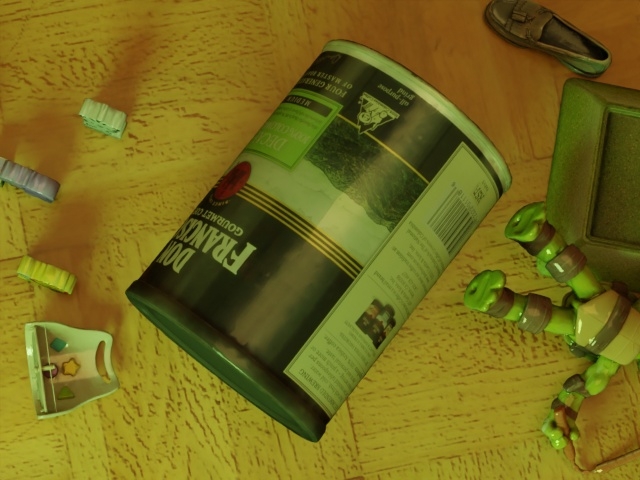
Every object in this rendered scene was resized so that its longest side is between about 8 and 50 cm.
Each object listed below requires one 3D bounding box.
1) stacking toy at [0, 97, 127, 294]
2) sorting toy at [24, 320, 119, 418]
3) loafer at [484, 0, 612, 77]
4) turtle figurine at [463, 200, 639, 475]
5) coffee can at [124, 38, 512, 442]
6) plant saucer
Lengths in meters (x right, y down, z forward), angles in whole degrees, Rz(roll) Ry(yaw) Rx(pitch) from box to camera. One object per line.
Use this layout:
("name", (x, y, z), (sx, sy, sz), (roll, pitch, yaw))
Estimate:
("stacking toy", (-0.292, -0.066, 1.449), (0.221, 0.052, 0.167), (20, 80, -1))
("sorting toy", (-0.214, 0.109, 1.438), (0.075, 0.045, 0.083), (-7, 82, -13))
("loafer", (0.211, -0.191, 1.518), (0.125, 0.039, 0.045), (27, 81, -1))
("turtle figurine", (0.249, 0.056, 1.454), (0.217, 0.087, 0.269), (34, 101, -16))
("coffee can", (0.000, 0.000, 1.391), (0.201, 0.201, 0.275), (38, 80, 1))
("plant saucer", (0.304, -0.046, 1.503), (0.188, 0.045, 0.188), (11, 81, -4))
